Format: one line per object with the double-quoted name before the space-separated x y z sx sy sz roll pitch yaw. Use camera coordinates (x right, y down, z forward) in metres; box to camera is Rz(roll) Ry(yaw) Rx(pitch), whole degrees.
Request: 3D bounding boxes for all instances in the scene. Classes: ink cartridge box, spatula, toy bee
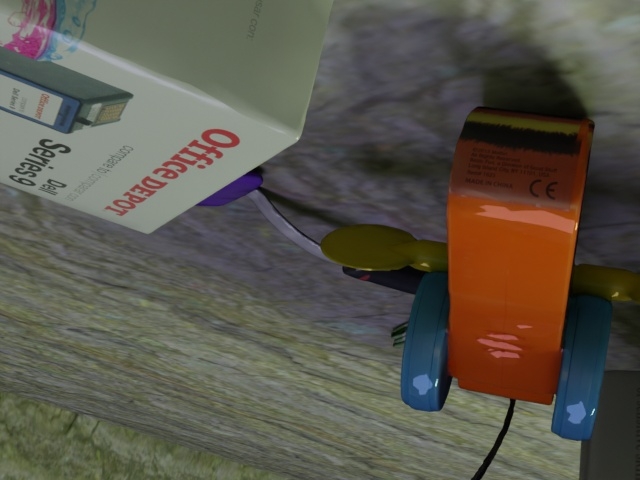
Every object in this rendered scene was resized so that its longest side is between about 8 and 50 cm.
"ink cartridge box" -0.120 -0.090 0.356 0.212 0.093 0.154 20 160 -25
"spatula" 0.000 0.000 0.634 0.296 0.030 0.084 21 161 -24
"toy bee" 0.093 0.031 0.530 0.195 0.162 0.298 23 137 -1

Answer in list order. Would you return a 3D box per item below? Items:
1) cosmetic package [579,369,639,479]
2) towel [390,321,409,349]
"cosmetic package" 0.352 0.303 0.574 0.394 0.327 0.329 0 117 18
"towel" 0.131 0.084 0.806 0.113 0.023 0.152 17 161 -11
